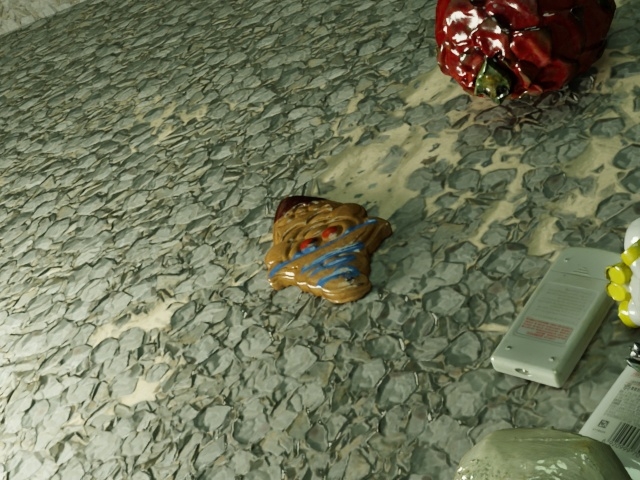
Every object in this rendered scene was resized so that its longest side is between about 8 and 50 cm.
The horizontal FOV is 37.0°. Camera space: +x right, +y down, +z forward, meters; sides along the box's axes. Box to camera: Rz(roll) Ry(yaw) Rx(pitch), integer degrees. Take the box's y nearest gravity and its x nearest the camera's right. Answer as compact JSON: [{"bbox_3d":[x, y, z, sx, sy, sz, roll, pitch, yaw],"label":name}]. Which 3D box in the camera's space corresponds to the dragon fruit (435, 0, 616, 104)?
[{"bbox_3d":[0.303,-0.325,1.384,0.299,0.244,0.244,-37,35,0],"label":"dragon fruit"}]

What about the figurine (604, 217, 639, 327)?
[{"bbox_3d":[0.381,0.023,1.009,0.130,0.109,0.178,3,27,32],"label":"figurine"}]

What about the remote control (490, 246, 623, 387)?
[{"bbox_3d":[0.269,0.079,1.056,0.088,0.029,0.190,10,50,41],"label":"remote control"}]

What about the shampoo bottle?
[{"bbox_3d":[0.332,0.150,0.905,0.108,0.051,0.221,20,56,43],"label":"shampoo bottle"}]

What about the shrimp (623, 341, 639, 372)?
[{"bbox_3d":[0.388,0.126,0.848,0.219,0.046,0.152,29,62,24],"label":"shrimp"}]

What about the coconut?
[{"bbox_3d":[0.197,0.234,0.801,0.162,0.161,0.161,-7,40,25],"label":"coconut"}]

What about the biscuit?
[{"bbox_3d":[0.000,0.000,1.336,0.183,0.043,0.280,-27,38,-5],"label":"biscuit"}]
